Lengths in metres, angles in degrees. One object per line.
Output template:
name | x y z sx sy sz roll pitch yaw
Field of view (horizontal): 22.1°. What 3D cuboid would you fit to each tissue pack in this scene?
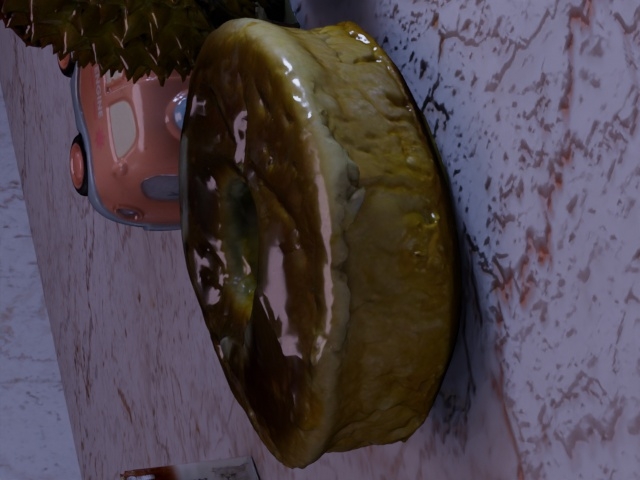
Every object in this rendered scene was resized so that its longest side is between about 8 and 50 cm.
tissue pack | -0.141 0.309 1.801 0.099 0.148 0.106 -116 26 -53

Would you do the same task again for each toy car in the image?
toy car | -0.146 -0.151 1.641 0.212 0.180 0.271 161 104 -64

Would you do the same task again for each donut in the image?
donut | 0.000 0.000 1.202 0.330 0.159 0.330 178 90 -65

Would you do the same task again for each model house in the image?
model house | -0.050 -0.184 1.486 0.058 0.057 0.083 110 149 -48

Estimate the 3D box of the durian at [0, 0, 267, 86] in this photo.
durian | -0.156 -0.308 1.321 0.348 0.347 0.384 114 152 -60
